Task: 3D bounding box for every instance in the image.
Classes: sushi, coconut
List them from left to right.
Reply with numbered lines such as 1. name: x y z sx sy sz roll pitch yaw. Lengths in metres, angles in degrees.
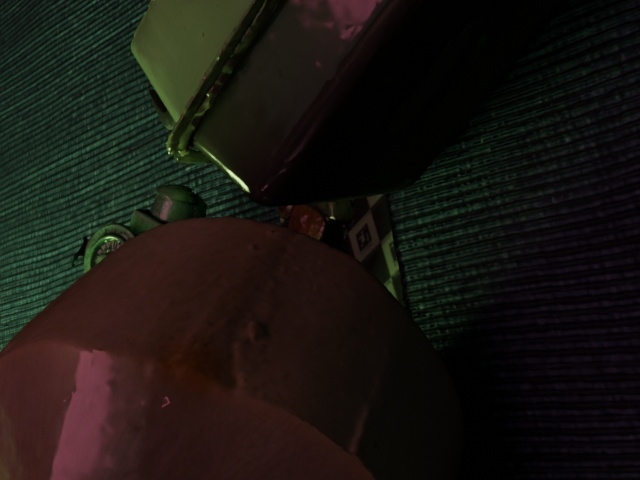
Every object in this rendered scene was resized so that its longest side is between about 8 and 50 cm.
1. coconut: -0.067 0.147 0.783 0.323 0.323 0.323 -22 62 51
2. sushi: 0.000 0.000 0.983 0.139 0.031 0.201 -39 50 43

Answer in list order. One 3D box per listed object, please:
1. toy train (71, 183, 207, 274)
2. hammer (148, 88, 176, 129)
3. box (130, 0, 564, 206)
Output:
1. toy train: -0.128 0.111 1.088 0.189 0.126 0.307 24 103 24
2. hammer: -0.111 -0.241 1.222 0.111 0.033 0.288 -1 79 55
3. box: 0.028 -0.160 0.825 0.166 0.220 0.290 53 126 22
